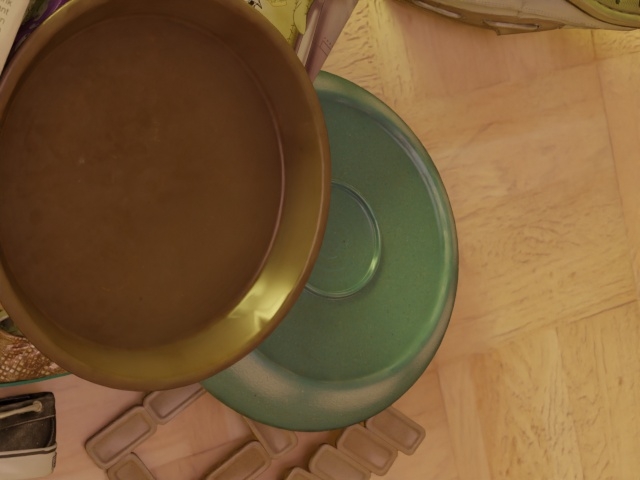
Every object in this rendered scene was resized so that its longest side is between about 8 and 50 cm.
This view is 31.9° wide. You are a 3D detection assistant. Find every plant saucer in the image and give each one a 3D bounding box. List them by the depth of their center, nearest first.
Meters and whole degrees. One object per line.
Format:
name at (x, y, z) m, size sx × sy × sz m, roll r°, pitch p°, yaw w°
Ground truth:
plant saucer at (-0.108, -0.037, 0.759) m, size 0.278 × 0.041 × 0.278 m, roll -7°, pitch 101°, yaw -39°
plant saucer at (0.000, 0.000, 0.942) m, size 0.317 × 0.043 × 0.318 m, roll 7°, pitch 76°, yaw -31°

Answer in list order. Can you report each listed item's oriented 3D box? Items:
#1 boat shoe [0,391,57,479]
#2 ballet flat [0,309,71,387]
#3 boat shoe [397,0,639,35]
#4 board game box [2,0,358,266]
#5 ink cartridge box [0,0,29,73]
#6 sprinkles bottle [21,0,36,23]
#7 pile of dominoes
boat shoe at (-0.303, 0.144, 0.827) m, size 0.219 × 0.078 × 0.070 m, roll 1°, pitch 92°, yaw -34°
ballet flat at (-0.175, 0.069, 0.879) m, size 0.206 × 0.073 × 0.067 m, roll -7°, pitch 112°, yaw -26°
boat shoe at (0.192, -0.248, 1.028) m, size 0.302 × 0.103 × 0.113 m, roll 8°, pitch 76°, yaw -25°
board game box at (-0.078, -0.180, 0.820) m, size 0.208 × 0.056 × 0.347 m, roll 38°, pitch 72°, yaw -33°
ink cartridge box at (-0.266, -0.308, 0.663) m, size 0.270 × 0.151 × 0.395 m, roll 29°, pitch 74°, yaw -40°
sprinkles bottle at (-0.168, -0.214, 0.848) m, size 0.121 × 0.121 × 0.355 m, roll 14°, pitch 86°, yaw -25°
pile of dominoes at (-0.051, 0.169, 0.979) m, size 0.251 × 0.040 × 0.196 m, roll -36°, pitch 107°, yaw -11°
